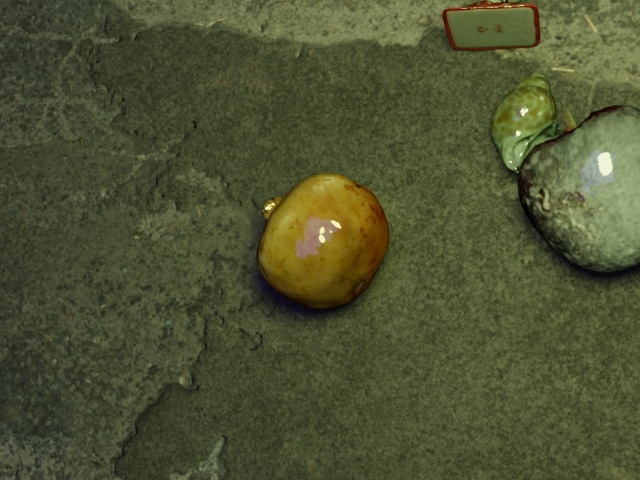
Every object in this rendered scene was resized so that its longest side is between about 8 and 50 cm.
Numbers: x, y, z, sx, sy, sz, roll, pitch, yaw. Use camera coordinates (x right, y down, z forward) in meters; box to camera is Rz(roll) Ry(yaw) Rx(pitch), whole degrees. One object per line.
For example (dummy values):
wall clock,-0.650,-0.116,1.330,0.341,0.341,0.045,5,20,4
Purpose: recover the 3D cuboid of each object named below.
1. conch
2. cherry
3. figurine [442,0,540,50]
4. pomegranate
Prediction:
conch,0.351,-0.201,1.718,0.116,0.106,0.173,-7,101,-3
cherry,0.453,-0.091,1.611,0.255,0.218,0.296,-28,90,12
figurine,0.298,-0.470,1.723,0.160,0.183,0.226,0,79,13
pomegranate,0.000,0.000,1.760,0.248,0.248,0.248,-2,84,20
